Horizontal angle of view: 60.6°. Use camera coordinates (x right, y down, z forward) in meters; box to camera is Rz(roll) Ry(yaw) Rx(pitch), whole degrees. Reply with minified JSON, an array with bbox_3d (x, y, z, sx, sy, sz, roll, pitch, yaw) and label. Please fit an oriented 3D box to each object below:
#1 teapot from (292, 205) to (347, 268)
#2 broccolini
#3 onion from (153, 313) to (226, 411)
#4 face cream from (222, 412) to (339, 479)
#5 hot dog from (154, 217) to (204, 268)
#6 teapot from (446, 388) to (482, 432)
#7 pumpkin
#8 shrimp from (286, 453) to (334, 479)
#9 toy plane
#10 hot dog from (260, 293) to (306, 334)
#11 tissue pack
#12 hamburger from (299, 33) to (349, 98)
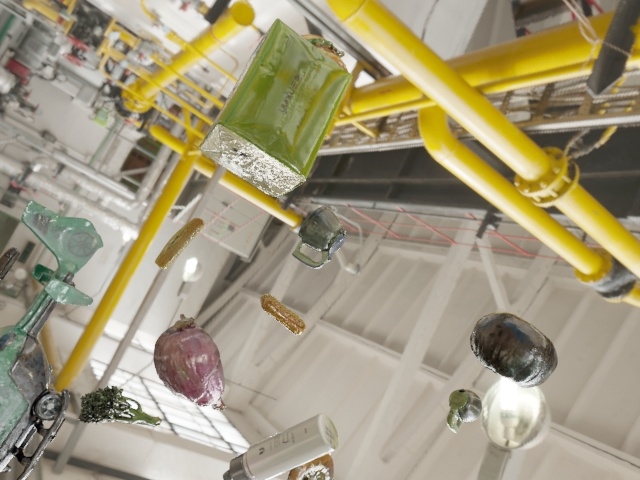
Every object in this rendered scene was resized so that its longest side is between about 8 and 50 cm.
[{"bbox_3d":[0.001,-0.006,1.409,0.149,0.108,0.111,-44,160,-15],"label":"teapot"},{"bbox_3d":[-0.335,0.289,0.944,0.074,0.201,0.058,-8,-112,11],"label":"broccolini"},{"bbox_3d":[-0.412,0.424,1.707,0.159,0.348,0.267,-23,-166,-31],"label":"onion"},{"bbox_3d":[-0.107,0.515,1.312,0.312,0.092,0.092,-31,-144,16],"label":"face cream"},{"bbox_3d":[-0.304,0.003,1.183,0.044,0.028,0.137,36,-98,20],"label":"hot dog"},{"bbox_3d":[0.417,0.492,1.606,0.092,0.091,0.124,-18,-131,30],"label":"teapot"},{"bbox_3d":[0.517,0.290,1.473,0.163,0.233,0.233,-56,-152,3],"label":"pumpkin"},{"bbox_3d":[-0.014,0.625,1.425,0.150,0.248,0.068,-40,-137,-15],"label":"shrimp"},{"bbox_3d":[-0.362,0.144,0.626,0.106,0.155,0.381,16,-108,51],"label":"toy plane"},{"bbox_3d":[-0.108,0.217,1.593,0.045,0.165,0.071,-49,-160,2],"label":"hot dog"},{"bbox_3d":[-0.089,-0.264,1.122,0.167,0.200,0.274,-22,-139,59],"label":"tissue pack"},{"bbox_3d":[-0.042,-0.469,1.527,0.246,0.246,0.169,-41,-128,31],"label":"hamburger"}]
